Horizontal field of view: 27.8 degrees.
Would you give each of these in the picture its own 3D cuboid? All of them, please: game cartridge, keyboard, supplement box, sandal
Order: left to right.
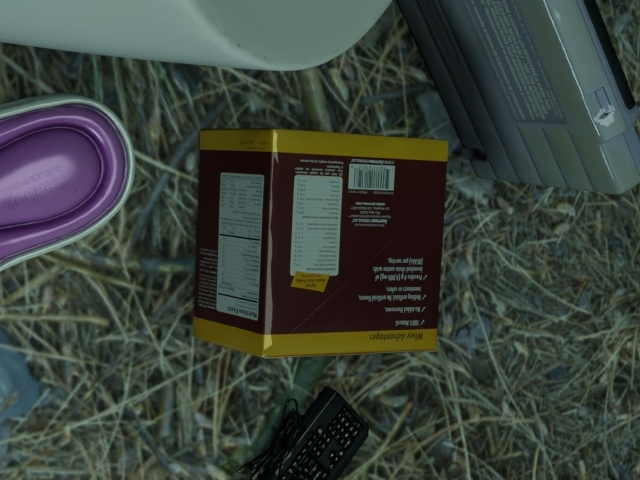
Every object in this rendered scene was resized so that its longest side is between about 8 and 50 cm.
[{"bbox_3d":[-0.320,-0.001,0.980,0.416,0.102,0.169,-35,110,-24],"label":"sandal"},{"bbox_3d":[-0.027,0.231,1.233,0.100,0.038,0.192,47,69,-27],"label":"keyboard"},{"bbox_3d":[0.000,0.000,1.173,0.191,0.129,0.194,1,94,-34],"label":"supplement box"},{"bbox_3d":[0.164,-0.210,1.201,0.068,0.230,0.355,-38,114,-25],"label":"game cartridge"}]

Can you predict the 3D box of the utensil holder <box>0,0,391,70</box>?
[{"bbox_3d":[-0.159,-0.277,0.838,0.327,0.385,0.327,-25,122,-50],"label":"utensil holder"}]
